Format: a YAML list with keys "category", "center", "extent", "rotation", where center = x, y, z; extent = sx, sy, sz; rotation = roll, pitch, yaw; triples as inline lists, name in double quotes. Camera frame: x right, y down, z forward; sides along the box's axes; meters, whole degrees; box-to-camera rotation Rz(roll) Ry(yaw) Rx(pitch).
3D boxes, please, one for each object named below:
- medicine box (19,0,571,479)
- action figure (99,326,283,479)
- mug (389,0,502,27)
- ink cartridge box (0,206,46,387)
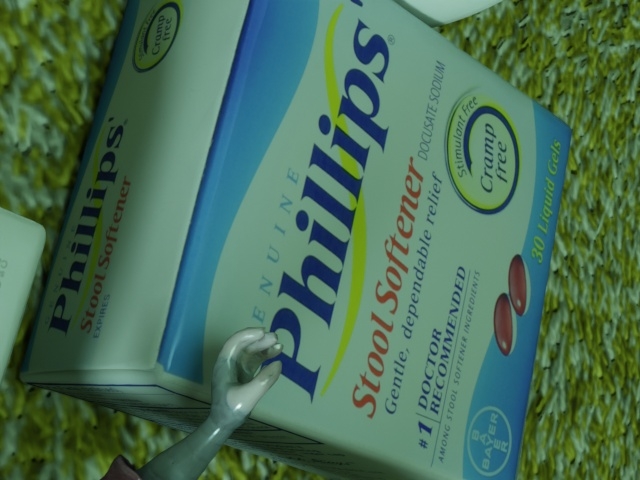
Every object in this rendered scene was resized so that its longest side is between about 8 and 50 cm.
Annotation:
- category: "medicine box"
  center: [0.000, 0.000, 0.755]
  extent: [0.289, 0.149, 0.263]
  rotation: [26, 69, -39]
- category: "action figure"
  center: [-0.082, 0.223, 0.589]
  extent: [0.370, 0.276, 0.248]
  rotation: [45, 27, -39]
- category: "mug"
  center: [0.033, -0.333, 0.763]
  extent: [0.328, 0.276, 0.374]
  rotation: [57, 22, -27]
- category: "ink cartridge box"
  center: [-0.276, 0.099, 0.503]
  extent: [0.226, 0.131, 0.306]
  rotation: [28, 69, -38]
